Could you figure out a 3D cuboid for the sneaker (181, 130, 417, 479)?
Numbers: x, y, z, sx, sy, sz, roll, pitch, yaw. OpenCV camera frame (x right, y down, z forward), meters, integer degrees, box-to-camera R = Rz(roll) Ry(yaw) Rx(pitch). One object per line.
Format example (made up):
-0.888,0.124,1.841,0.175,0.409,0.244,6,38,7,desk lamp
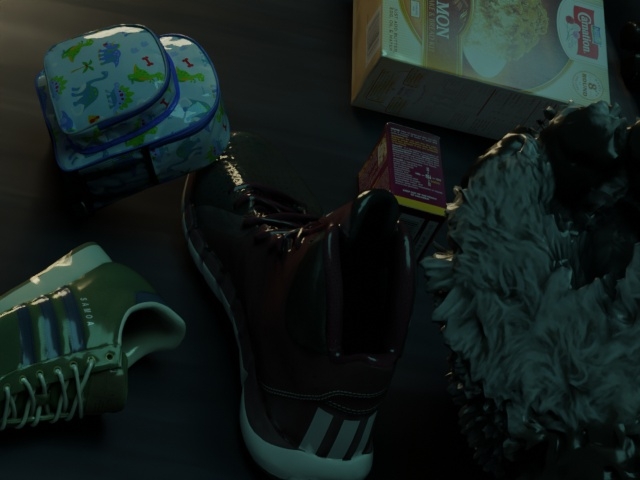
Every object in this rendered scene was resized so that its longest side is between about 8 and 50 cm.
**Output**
0.000,0.000,1.098,0.106,0.162,0.281,2,47,-25,sneaker

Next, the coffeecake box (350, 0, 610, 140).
0.121,-0.156,1.374,0.185,0.068,0.142,12,56,-16,coffeecake box

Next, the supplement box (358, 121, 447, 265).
0.056,-0.031,1.243,0.043,0.055,0.083,14,43,-16,supplement box

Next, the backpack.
-0.119,-0.085,1.156,0.114,0.084,0.105,-17,52,-5,backpack

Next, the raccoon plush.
0.181,0.115,1.112,0.216,0.446,0.299,19,-9,27,raccoon plush

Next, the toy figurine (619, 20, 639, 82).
0.342,-0.156,1.399,0.148,0.213,0.209,-2,42,-12,toy figurine

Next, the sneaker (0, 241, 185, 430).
-0.148,0.070,1.023,0.086,0.064,0.192,32,38,14,sneaker
